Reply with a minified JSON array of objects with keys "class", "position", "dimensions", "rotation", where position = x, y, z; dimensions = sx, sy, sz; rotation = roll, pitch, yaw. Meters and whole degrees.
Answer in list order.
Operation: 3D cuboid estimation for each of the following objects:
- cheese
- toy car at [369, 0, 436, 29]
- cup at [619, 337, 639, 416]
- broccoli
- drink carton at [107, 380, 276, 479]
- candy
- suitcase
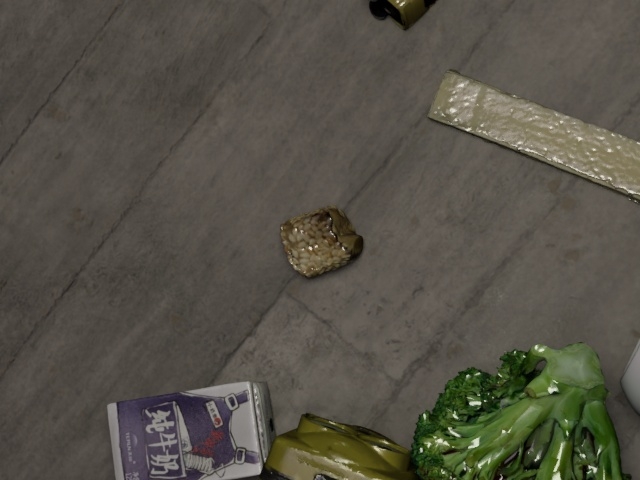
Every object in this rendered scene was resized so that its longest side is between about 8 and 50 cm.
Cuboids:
[{"class":"cheese","position":[0.342,-0.135,1.422],"dimensions":[0.400,0.034,0.085],"rotation":[25,90,15]},{"class":"toy car","position":[0.068,-0.430,1.489],"dimensions":[0.124,0.101,0.256],"rotation":[-42,78,1]},{"class":"cup","position":[0.544,0.181,1.247],"dimensions":[0.317,0.212,0.212],"rotation":[27,91,17]},{"class":"broccoli","position":[0.258,0.256,1.273],"dimensions":[0.308,0.308,0.275],"rotation":[23,127,15]},{"class":"drink carton","position":[-0.180,0.282,1.470],"dimensions":[0.222,0.102,0.134],"rotation":[-11,79,11]},{"class":"candy","position":[0.000,0.000,1.466],"dimensions":[0.110,0.085,0.095],"rotation":[-28,84,19]},{"class":"suitcase","position":[0.032,0.316,1.342],"dimensions":[0.194,0.235,0.143],"rotation":[19,89,15]}]
